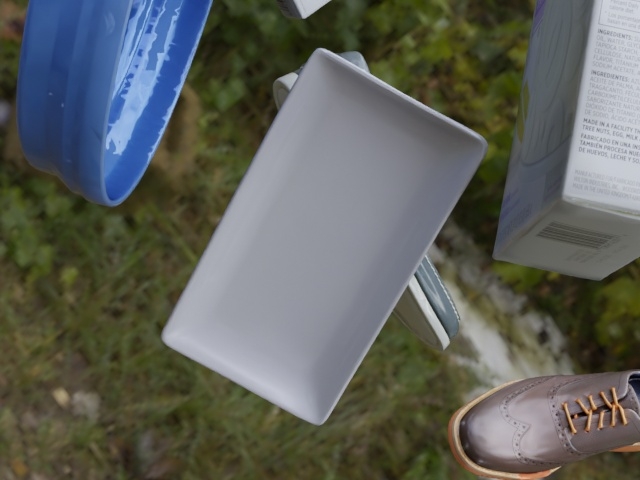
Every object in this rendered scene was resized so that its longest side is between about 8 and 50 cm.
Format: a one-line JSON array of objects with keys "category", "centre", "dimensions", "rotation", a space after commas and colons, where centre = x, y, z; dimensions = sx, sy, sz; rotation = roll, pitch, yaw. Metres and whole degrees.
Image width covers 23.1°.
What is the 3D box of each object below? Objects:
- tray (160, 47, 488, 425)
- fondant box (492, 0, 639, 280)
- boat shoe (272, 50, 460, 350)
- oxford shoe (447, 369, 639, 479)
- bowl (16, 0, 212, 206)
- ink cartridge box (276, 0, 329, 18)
[{"category": "tray", "centre": [0.000, 0.000, 1.162], "dimensions": [0.145, 0.270, 0.030], "rotation": [29, 24, -1]}, {"category": "fondant box", "centre": [0.216, -0.153, 1.144], "dimensions": [0.096, 0.238, 0.330], "rotation": [12, 79, -3]}, {"category": "boat shoe", "centre": [0.070, -0.042, 1.569], "dimensions": [0.099, 0.116, 0.319], "rotation": [-31, 95, -16]}, {"category": "oxford shoe", "centre": [0.330, 0.216, 1.989], "dimensions": [0.363, 0.133, 0.130], "rotation": [-9, 73, -28]}, {"category": "bowl", "centre": [-0.138, -0.223, 1.215], "dimensions": [0.077, 0.391, 0.391], "rotation": [18, 38, 1]}, {"category": "ink cartridge box", "centre": [0.010, -0.319, 1.486], "dimensions": [0.179, 0.045, 0.145], "rotation": [-39, 122, -21]}]
